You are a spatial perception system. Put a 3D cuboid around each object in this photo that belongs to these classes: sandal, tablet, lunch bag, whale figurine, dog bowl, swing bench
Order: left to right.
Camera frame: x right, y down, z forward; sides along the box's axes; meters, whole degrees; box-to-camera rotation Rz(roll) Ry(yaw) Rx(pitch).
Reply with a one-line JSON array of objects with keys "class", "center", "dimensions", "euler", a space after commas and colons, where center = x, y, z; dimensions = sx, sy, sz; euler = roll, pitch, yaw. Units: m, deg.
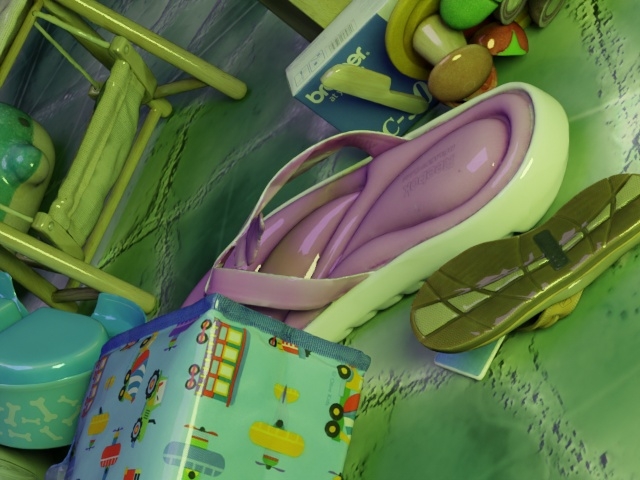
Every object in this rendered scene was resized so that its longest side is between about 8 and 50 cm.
[{"class": "whale figurine", "center": [-0.389, -0.043, 1.673], "dimensions": [0.216, 0.141, 0.272], "euler": [-35, 36, 29]}, {"class": "dog bowl", "center": [-0.280, 0.102, 1.326], "dimensions": [0.297, 0.074, 0.166], "euler": [10, 29, 32]}, {"class": "swing bench", "center": [-0.244, -0.097, 1.409], "dimensions": [0.165, 0.254, 0.253], "euler": [-7, 55, 52]}, {"class": "lunch bag", "center": [-0.124, 0.173, 1.076], "dimensions": [0.293, 0.138, 0.221], "euler": [-11, 61, 53]}, {"class": "sandal", "center": [0.001, -0.011, 1.132], "dimensions": [0.416, 0.102, 0.169], "euler": [-33, 36, 34]}, {"class": "tablet", "center": [0.110, 0.051, 1.013], "dimensions": [0.054, 0.006, 0.083], "euler": [15, 74, 58]}, {"class": "sandal", "center": [0.141, 0.023, 0.965], "dimensions": [0.180, 0.049, 0.072], "euler": [-32, 41, 10]}]

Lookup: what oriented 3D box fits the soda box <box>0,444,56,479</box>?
[{"class": "soda box", "center": [-0.296, 0.206, 1.342], "dimensions": [0.091, 0.098, 0.286], "euler": [-53, 30, 3]}]

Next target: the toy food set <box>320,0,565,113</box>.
[{"class": "toy food set", "center": [0.122, -0.150, 1.104], "dimensions": [0.218, 0.128, 0.071], "euler": [-44, 55, 20]}]

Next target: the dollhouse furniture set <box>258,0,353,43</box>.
[{"class": "dollhouse furniture set", "center": [0.057, -0.272, 1.250], "dimensions": [0.242, 0.161, 0.212], "euler": [-57, 30, -3]}]

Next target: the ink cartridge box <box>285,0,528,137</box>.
[{"class": "ink cartridge box", "center": [0.079, -0.165, 1.180], "dimensions": [0.207, 0.097, 0.046], "euler": [-44, 32, 20]}]
